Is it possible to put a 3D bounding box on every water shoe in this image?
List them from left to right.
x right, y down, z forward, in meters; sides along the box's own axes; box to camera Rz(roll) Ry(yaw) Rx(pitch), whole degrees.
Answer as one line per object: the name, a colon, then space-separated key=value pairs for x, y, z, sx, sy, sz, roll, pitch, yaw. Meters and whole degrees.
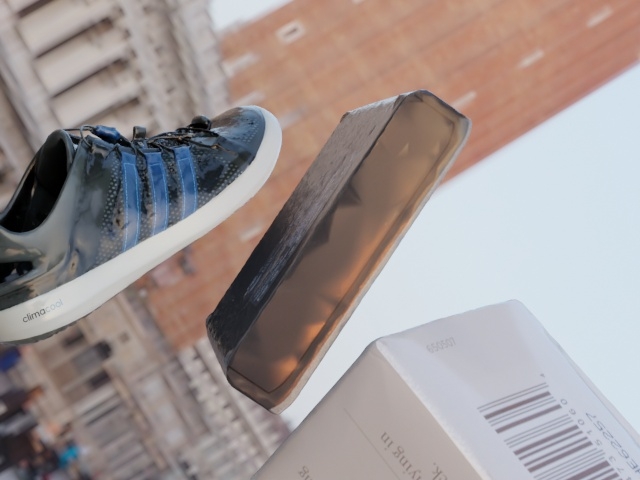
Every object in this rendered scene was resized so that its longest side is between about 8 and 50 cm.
water shoe: x=-0.101 y=-0.029 z=0.859 sx=0.073 sy=0.203 sz=0.080 roll=0 pitch=-56 yaw=50

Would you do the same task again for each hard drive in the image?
hard drive: x=0.000 y=0.000 z=0.509 sx=0.022 sy=0.094 sz=0.135 roll=34 pitch=-2 yaw=-7

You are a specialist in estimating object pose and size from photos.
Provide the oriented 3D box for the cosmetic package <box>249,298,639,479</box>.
cosmetic package: x=0.006 y=0.138 z=0.500 sx=0.117 sy=0.231 sz=0.085 roll=52 pitch=31 yaw=20
